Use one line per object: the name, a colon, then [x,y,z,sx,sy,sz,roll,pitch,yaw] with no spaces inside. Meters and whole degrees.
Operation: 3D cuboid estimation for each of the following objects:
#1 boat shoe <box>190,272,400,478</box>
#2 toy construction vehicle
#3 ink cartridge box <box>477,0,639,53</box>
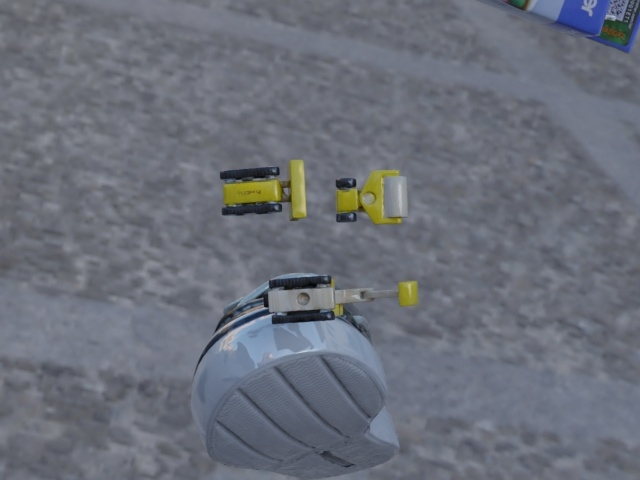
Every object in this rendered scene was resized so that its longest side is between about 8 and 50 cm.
boat shoe: [-0.022,0.082,0.919,0.121,0.119,0.335,-19,-19,1]
toy construction vehicle: [0.000,0.000,0.731,0.098,0.086,0.035,-6,-4,6]
ink cartridge box: [0.159,-0.288,1.145,0.311,0.185,0.065,18,4,-14]
